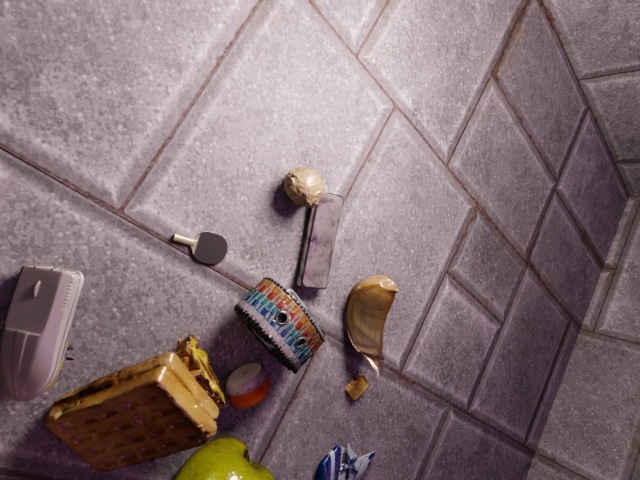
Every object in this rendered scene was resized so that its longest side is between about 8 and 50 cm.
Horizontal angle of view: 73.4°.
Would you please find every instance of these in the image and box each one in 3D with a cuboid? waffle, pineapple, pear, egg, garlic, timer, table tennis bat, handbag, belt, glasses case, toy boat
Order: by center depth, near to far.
[{"bbox_3d":[-0.580,0.186,0.901,0.141,0.141,0.269,6,93,-37],"label":"toy boat"},{"bbox_3d":[-0.418,0.395,0.965,0.328,0.098,0.224,-23,113,15],"label":"waffle"},{"bbox_3d":[-0.309,0.338,1.080,0.076,0.225,0.224,-26,113,-13],"label":"pineapple"},{"bbox_3d":[-0.272,0.670,1.103,0.238,0.343,0.318,52,40,-34],"label":"pear"},{"bbox_3d":[-0.316,0.013,1.137,0.156,0.013,0.087,22,84,-38],"label":"table tennis bat"},{"bbox_3d":[-0.098,0.236,1.214,0.160,0.207,0.295,-46,122,-20],"label":"belt"},{"bbox_3d":[-0.204,0.427,1.236,0.136,0.099,0.136,-12,115,-27],"label":"timer"},{"bbox_3d":[-0.048,-0.154,1.247,0.140,0.116,0.118,11,77,-78],"label":"egg"},{"bbox_3d":[0.000,0.000,1.342,0.114,0.060,0.299,9,91,-40],"label":"glasses case"},{"bbox_3d":[0.161,0.273,1.431,0.151,0.196,0.338,5,102,-24],"label":"garlic"},{"bbox_3d":[0.092,0.802,1.535,0.292,0.070,0.210,-24,115,-36],"label":"toy boat"},{"bbox_3d":[0.131,0.524,1.542,0.083,0.027,0.061,-40,120,-24],"label":"handbag"}]
